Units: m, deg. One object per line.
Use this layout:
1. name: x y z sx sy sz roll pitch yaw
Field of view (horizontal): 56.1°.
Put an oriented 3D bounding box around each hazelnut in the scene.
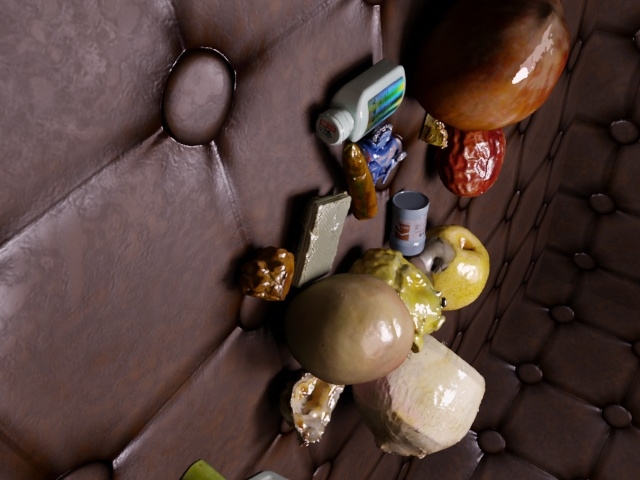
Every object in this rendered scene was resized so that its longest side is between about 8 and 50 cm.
1. hazelnut: 0.398 -0.423 1.388 0.366 0.366 0.365 -39 142 -39

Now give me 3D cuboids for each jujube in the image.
1. jujube: 0.415 -0.268 1.690 0.197 0.197 0.290 -20 113 -53

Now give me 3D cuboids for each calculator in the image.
1. calculator: -0.013 0.001 1.332 0.157 0.033 0.236 -19 129 -55

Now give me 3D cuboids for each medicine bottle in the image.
1. medicine bottle: 0.082 -0.272 1.220 0.229 0.083 0.121 -43 155 -36

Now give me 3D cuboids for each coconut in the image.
1. coconut: 0.285 0.481 1.844 0.405 0.405 0.404 -39 142 -39

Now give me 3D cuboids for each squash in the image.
1. squash: -0.206 0.557 1.272 0.095 0.188 0.095 -43 147 -37

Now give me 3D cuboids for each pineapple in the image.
1. pineapple: 0.300 -0.306 1.602 0.114 0.077 0.114 -85 170 -61

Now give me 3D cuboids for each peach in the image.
1. peach: 0.060 0.204 1.334 0.292 0.293 0.247 68 36 -54

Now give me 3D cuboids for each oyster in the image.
1. oyster: 0.008 0.368 1.545 0.337 0.133 0.197 -31 135 -50

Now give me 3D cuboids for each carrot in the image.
1. carrot: 0.083 -0.130 1.314 0.066 0.066 0.314 -57 159 -15

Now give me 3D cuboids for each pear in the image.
1. pear: 0.384 0.088 1.851 0.271 0.271 0.271 -39 142 -39

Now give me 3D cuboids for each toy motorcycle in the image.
1. toy motorcycle: 0.127 -0.191 1.353 0.114 0.076 0.205 -40 159 -1

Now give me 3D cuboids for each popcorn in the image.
1. popcorn: 0.190 0.153 1.543 0.215 0.286 0.252 -40 -155 30

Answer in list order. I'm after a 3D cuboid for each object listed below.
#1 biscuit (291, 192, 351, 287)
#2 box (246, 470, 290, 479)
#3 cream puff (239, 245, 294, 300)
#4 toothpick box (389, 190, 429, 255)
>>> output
1. biscuit: 0.000 0.000 1.273 0.121 0.041 0.199 -23 135 -51
2. box: -0.174 0.704 1.474 0.312 0.175 0.182 3 101 -60
3. cream puff: -0.105 0.067 1.170 0.122 0.094 0.115 -68 167 -50
4. toothpick box: 0.241 -0.047 1.648 0.101 0.101 0.153 -40 141 -39
